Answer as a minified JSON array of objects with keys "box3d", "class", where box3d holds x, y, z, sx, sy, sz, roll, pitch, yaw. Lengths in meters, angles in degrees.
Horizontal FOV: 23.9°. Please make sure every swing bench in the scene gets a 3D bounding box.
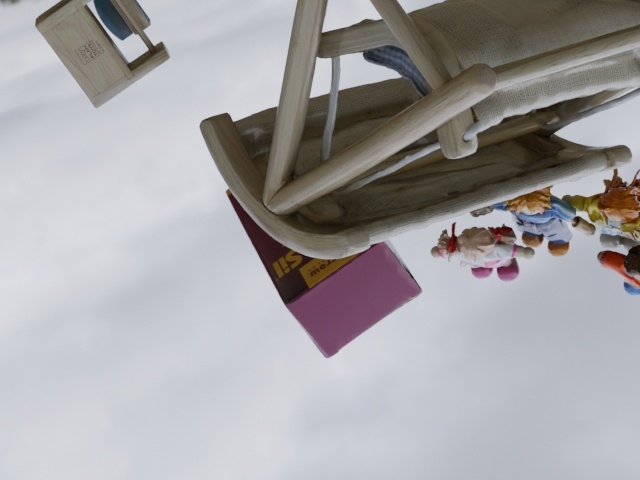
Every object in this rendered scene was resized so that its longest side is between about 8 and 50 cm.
[{"box3d":[0.097,-0.107,0.965,0.253,0.165,0.254,-18,156,-33],"class":"swing bench"}]

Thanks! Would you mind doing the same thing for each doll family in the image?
[{"box3d":[0.246,-0.019,1.522,0.263,0.118,0.163,6,169,15],"class":"doll family"}]

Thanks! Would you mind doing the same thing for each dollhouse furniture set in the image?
[{"box3d":[-0.232,-0.200,1.244,0.129,0.183,0.129,-34,-161,3],"class":"dollhouse furniture set"}]

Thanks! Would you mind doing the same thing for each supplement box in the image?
[{"box3d":[0.000,0.000,1.349,0.104,0.081,0.188,-35,-141,3],"class":"supplement box"}]
